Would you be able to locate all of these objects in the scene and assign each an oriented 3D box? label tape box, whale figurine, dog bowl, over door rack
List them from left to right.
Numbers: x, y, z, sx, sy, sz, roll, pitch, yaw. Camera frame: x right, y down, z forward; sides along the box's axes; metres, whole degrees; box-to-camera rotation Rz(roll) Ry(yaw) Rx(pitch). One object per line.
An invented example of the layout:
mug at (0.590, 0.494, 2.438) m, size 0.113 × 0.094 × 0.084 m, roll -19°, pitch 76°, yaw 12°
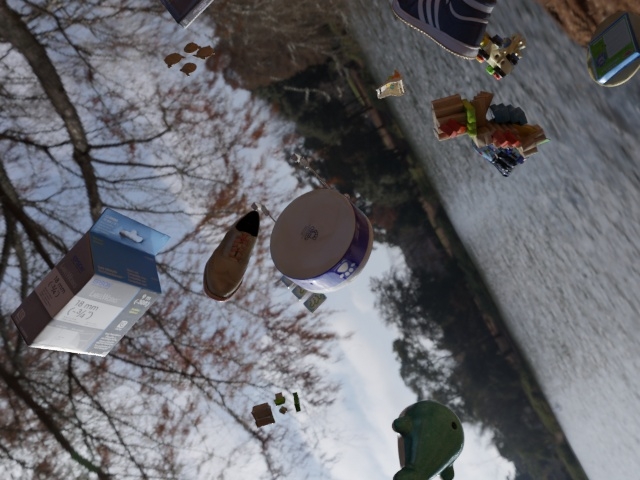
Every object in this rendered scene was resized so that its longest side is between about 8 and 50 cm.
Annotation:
label tape box at (-0.509, 0.111, 1.339) m, size 0.106 × 0.333 × 0.241 m, roll 44°, pitch -176°, yaw 27°
over door rack at (-0.031, -0.092, 1.842) m, size 0.324 × 0.239 × 0.108 m, roll 45°, pitch -164°, yaw 16°
dog bowl at (0.000, 0.000, 1.501) m, size 0.104 × 0.265 × 0.264 m, roll 38°, pitch -154°, yaw -51°
whale figurine at (0.269, 0.515, 1.401) m, size 0.216 × 0.141 × 0.272 m, roll 48°, pitch -144°, yaw -4°

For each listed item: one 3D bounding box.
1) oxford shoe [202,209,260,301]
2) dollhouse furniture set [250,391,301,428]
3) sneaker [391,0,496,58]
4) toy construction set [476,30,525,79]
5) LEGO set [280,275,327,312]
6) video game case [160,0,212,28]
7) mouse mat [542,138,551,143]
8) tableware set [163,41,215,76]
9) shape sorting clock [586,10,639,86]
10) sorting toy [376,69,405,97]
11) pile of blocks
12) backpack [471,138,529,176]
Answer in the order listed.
oxford shoe at (-0.266, 0.034, 1.727) m, size 0.123 × 0.130 × 0.348 m, roll 23°, pitch -139°, yaw -11°
dollhouse furniture set at (-0.140, 0.523, 1.776) m, size 0.058 × 0.152 × 0.076 m, roll -113°, pitch 8°, yaw -68°
sneaker at (0.282, -0.543, 1.287) m, size 0.099 × 0.153 × 0.282 m, roll -12°, pitch -133°, yaw -34°
toy construction set at (0.564, -0.667, 1.919) m, size 0.328 × 0.151 × 0.215 m, roll 15°, pitch -147°, yaw -28°
LEGO set at (-0.006, 0.102, 1.954) m, size 0.182 × 0.244 × 0.060 m, roll 44°, pitch 177°, yaw 29°
video game case at (-0.197, -0.537, 1.034) m, size 0.196 × 0.274 × 0.026 m, roll 54°, pitch -170°, yaw 30°
mouse mat at (0.690, -0.357, 1.983) m, size 0.152 × 0.190 × 0.007 m, roll -42°, pitch -38°, yaw -86°
tableware set at (-0.468, -0.655, 2.024) m, size 0.141 × 0.169 × 0.020 m, roll 35°, pitch 159°, yaw 28°
shape sorting clock at (0.847, -0.547, 1.622) m, size 0.206 × 0.040 × 0.206 m, roll -178°, pitch 90°, yaw -71°
sorting toy at (0.185, -0.415, 1.530) m, size 0.044 × 0.075 × 0.083 m, roll 61°, pitch -175°, yaw 18°
pile of blocks at (0.491, -0.327, 1.607) m, size 0.112 × 0.362 × 0.148 m, roll -98°, pitch 18°, yaw -56°
backpack at (0.585, -0.319, 1.829) m, size 0.173 × 0.117 × 0.158 m, roll 36°, pitch -124°, yaw 0°
